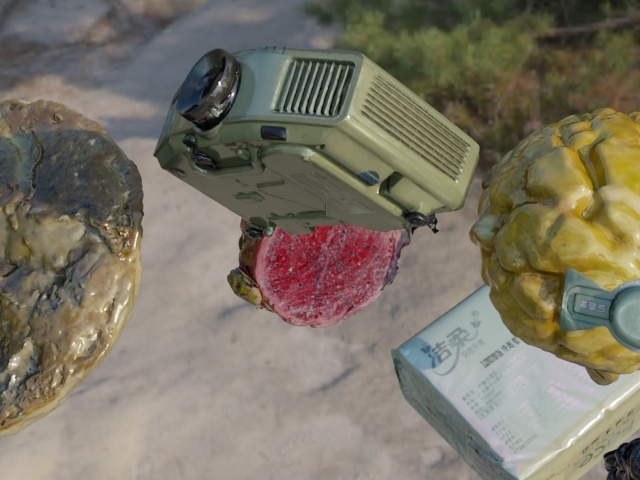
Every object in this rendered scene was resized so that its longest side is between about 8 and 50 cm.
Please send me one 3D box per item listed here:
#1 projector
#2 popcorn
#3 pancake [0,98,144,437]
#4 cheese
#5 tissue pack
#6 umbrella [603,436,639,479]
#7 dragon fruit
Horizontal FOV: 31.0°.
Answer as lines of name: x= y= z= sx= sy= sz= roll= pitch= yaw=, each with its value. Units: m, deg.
projector: x=-0.026 y=-0.075 z=0.940 sx=0.269 sy=0.193 sz=0.088 roll=-3 pitch=61 yaw=52
popcorn: x=0.384 y=-0.004 z=1.439 sx=0.354 sy=0.390 sz=0.344 roll=-21 pitch=66 yaw=23
pancake: x=-0.337 y=0.023 z=1.150 sx=0.386 sy=0.082 sz=0.387 roll=-8 pitch=67 yaw=19
cheese: x=0.269 y=0.064 z=1.015 sx=0.120 sy=0.067 sz=0.026 roll=12 pitch=13 yaw=30
tissue pack: x=0.379 y=0.217 z=1.954 sx=0.405 sy=0.205 sz=0.332 roll=-35 pitch=56 yaw=-16
umbrella: x=0.328 y=0.229 z=1.151 sx=0.070 sy=0.248 sz=0.071 roll=-1 pitch=77 yaw=5
dragon fruit: x=0.000 y=0.000 z=1.498 sx=0.282 sy=0.211 sz=0.147 roll=-22 pitch=29 yaw=-16
